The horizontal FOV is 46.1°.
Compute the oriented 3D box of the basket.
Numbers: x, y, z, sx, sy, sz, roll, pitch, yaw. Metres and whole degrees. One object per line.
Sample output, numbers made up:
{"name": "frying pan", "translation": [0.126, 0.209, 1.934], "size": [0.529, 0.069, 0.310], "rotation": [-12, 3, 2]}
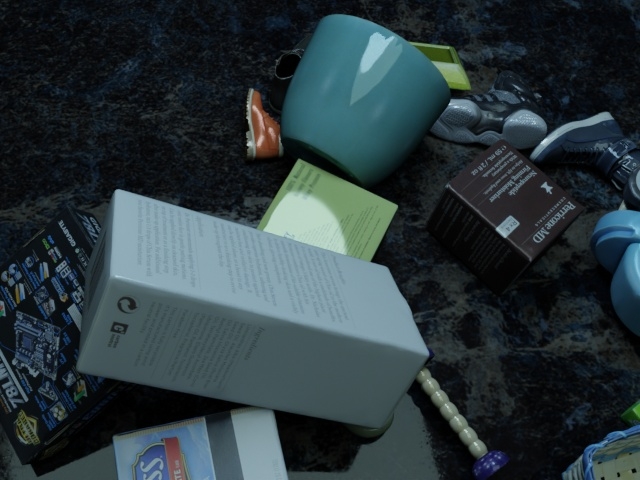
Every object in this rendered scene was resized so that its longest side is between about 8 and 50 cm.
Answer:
{"name": "basket", "translation": [0.528, 0.379, 1.145], "size": [0.255, 0.289, 0.201], "rotation": [-11, 65, -12]}

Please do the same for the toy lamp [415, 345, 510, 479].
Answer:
{"name": "toy lamp", "translation": [0.208, 0.276, 1.280], "size": [0.080, 0.080, 0.274], "rotation": [-30, 73, -20]}

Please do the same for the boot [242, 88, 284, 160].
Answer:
{"name": "boot", "translation": [-0.114, -0.233, 1.513], "size": [0.085, 0.059, 0.157], "rotation": [-2, 72, -12]}

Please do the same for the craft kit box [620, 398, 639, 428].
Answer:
{"name": "craft kit box", "translation": [0.706, 0.334, 1.326], "size": [0.250, 0.061, 0.246], "rotation": [-32, 68, -21]}

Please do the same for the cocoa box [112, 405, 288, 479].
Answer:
{"name": "cocoa box", "translation": [-0.149, 0.440, 1.059], "size": [0.228, 0.231, 0.347], "rotation": [-10, 64, -12]}

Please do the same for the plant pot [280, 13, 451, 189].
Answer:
{"name": "plant pot", "translation": [0.061, -0.235, 1.415], "size": [0.293, 0.293, 0.235], "rotation": [29, 80, 8]}

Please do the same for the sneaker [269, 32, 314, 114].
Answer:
{"name": "sneaker", "translation": [-0.032, -0.371, 1.556], "size": [0.083, 0.118, 0.222], "rotation": [23, 63, 5]}

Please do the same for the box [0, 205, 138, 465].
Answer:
{"name": "box", "translation": [-0.418, 0.148, 1.193], "size": [0.293, 0.073, 0.295], "rotation": [-41, 70, 10]}

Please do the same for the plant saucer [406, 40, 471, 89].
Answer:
{"name": "plant saucer", "translation": [0.216, -0.375, 1.575], "size": [0.188, 0.045, 0.188], "rotation": [6, 29, -1]}

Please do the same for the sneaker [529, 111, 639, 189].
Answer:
{"name": "sneaker", "translation": [0.558, -0.167, 1.545], "size": [0.226, 0.086, 0.163], "rotation": [-22, 65, -18]}

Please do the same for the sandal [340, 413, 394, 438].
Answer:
{"name": "sandal", "translation": [0.012, 0.204, 1.283], "size": [0.303, 0.086, 0.120], "rotation": [41, 65, 13]}

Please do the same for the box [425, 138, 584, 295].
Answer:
{"name": "box", "translation": [0.338, -0.043, 1.407], "size": [0.168, 0.167, 0.203], "rotation": [-40, 74, -23]}

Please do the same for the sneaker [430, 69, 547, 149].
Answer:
{"name": "sneaker", "translation": [0.338, -0.283, 1.575], "size": [0.269, 0.101, 0.153], "rotation": [11, 54, 1]}

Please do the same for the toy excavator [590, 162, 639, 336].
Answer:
{"name": "toy excavator", "translation": [0.654, 0.141, 1.311], "size": [0.433, 0.222, 0.445], "rotation": [25, 71, 19]}

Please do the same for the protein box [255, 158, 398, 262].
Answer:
{"name": "protein box", "translation": [0.000, 0.000, 1.359], "size": [0.201, 0.136, 0.199], "rotation": [26, 63, 6]}

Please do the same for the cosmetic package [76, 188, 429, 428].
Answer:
{"name": "cosmetic package", "translation": [-0.098, 0.103, 1.081], "size": [0.453, 0.161, 0.230], "rotation": [16, 27, -21]}
